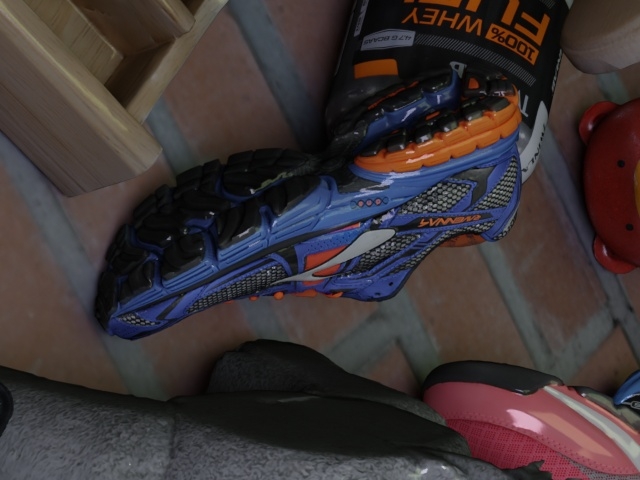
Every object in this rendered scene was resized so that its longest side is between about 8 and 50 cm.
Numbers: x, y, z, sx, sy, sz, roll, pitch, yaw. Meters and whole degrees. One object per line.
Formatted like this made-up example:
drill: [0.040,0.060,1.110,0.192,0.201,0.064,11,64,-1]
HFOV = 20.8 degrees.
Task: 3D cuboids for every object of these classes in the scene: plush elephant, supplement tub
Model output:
plush elephant: [-0.015,0.194,0.709,0.272,0.330,0.255,0,100,-50]
supplement tub: [0.070,-0.100,0.930,0.117,0.117,0.190,30,64,-35]

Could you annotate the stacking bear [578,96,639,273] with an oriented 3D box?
stacking bear: [0.296,-0.042,1.021,0.164,0.289,0.175,-37,120,-67]

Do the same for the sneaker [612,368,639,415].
sneaker: [0.217,0.168,1.059,0.078,0.067,0.188,-36,108,-19]

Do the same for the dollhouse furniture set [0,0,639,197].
dollhouse furniture set: [0.010,-0.199,0.707,0.362,0.394,0.256,47,54,-25]

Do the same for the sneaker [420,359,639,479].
sneaker: [0.146,0.201,0.941,0.314,0.116,0.136,54,52,-21]

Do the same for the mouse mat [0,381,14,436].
mouse mat: [-0.214,0.110,0.626,0.007,0.152,0.190,86,23,-59]

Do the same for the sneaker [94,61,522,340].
sneaker: [0.000,0.000,0.814,0.221,0.083,0.087,-22,119,0]
